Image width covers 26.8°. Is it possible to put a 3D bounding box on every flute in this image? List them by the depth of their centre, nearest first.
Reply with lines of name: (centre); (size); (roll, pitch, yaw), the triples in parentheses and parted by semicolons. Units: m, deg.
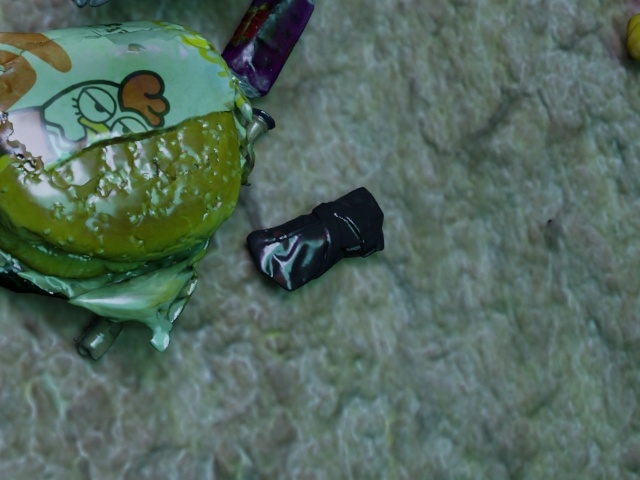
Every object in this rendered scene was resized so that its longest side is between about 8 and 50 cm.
flute: (-0.106, -0.007, 0.998); (0.027, 0.027, 0.233); (42, 67, -18)

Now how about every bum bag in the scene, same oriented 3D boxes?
bum bag: (0.001, -0.001, 1.047); (0.124, 0.034, 0.058); (-26, 83, -28)

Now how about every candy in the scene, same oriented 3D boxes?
candy: (-0.043, -0.156, 1.037); (0.043, 0.045, 0.175); (43, 67, -38)

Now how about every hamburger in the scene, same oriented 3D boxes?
hamburger: (-0.143, -0.042, 0.923); (0.214, 0.125, 0.235); (-4, 72, -18)

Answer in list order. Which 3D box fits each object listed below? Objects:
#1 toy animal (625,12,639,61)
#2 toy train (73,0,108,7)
toy animal: (0.346, -0.244, 1.202); (0.165, 0.149, 0.248); (-28, 109, -42)
toy train: (-0.085, -0.359, 0.933); (0.249, 0.178, 0.429); (41, 70, -36)
